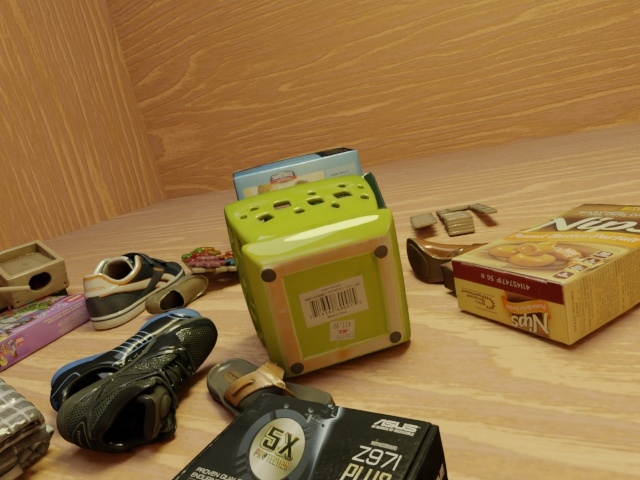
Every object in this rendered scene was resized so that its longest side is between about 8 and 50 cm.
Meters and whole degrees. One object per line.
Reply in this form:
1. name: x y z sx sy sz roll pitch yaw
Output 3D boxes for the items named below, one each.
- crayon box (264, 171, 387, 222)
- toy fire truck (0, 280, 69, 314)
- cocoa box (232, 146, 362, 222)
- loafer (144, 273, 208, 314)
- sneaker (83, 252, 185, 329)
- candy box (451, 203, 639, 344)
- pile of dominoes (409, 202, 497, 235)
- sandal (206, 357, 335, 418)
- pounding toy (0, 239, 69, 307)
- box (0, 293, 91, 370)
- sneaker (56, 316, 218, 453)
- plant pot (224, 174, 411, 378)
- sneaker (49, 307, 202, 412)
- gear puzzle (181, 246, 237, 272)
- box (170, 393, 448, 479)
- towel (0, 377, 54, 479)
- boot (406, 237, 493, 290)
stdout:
1. crayon box: 0.000 0.000 0.897 0.202 0.081 0.318 -16 -20 -8
2. toy fire truck: -0.838 0.121 1.287 0.217 0.158 0.246 -20 26 -25
3. cocoa box: -0.058 -0.121 1.313 0.348 0.231 0.228 -14 15 -7
4. loafer: -0.298 0.117 0.973 0.050 0.056 0.148 7 31 45
5. sneaker: -0.426 0.083 1.071 0.126 0.127 0.321 -11 13 11
6. candy box: 0.373 0.029 0.657 0.317 0.087 0.183 -19 16 -24
7. pile of dominoes: 0.328 -0.050 1.154 0.196 0.040 0.251 -11 6 10
8. sandal: -0.075 0.172 0.549 0.090 0.060 0.219 -23 17 -33
9. pounding toy: -0.708 0.105 1.054 0.181 0.094 0.206 26 34 28
10. box: -0.653 0.198 0.953 0.201 0.057 0.293 -6 15 22
11. sneaker: -0.196 0.181 0.579 0.130 0.087 0.228 1 23 38
12. plant pot: -0.001 0.049 0.649 0.228 0.227 0.207 -14 20 -8
13. sneaker: -0.267 0.180 0.665 0.232 0.081 0.090 -28 22 -26
14. gear puzzle: -0.265 0.037 1.168 0.176 0.044 0.339 -2 5 -23
15. box: -0.012 0.202 0.347 0.180 0.077 0.147 -3 17 34
16. towel: -0.465 0.215 0.456 0.235 0.121 0.284 23 27 20
17. boot: 0.255 0.028 0.811 0.153 0.072 0.197 -16 24 -16
